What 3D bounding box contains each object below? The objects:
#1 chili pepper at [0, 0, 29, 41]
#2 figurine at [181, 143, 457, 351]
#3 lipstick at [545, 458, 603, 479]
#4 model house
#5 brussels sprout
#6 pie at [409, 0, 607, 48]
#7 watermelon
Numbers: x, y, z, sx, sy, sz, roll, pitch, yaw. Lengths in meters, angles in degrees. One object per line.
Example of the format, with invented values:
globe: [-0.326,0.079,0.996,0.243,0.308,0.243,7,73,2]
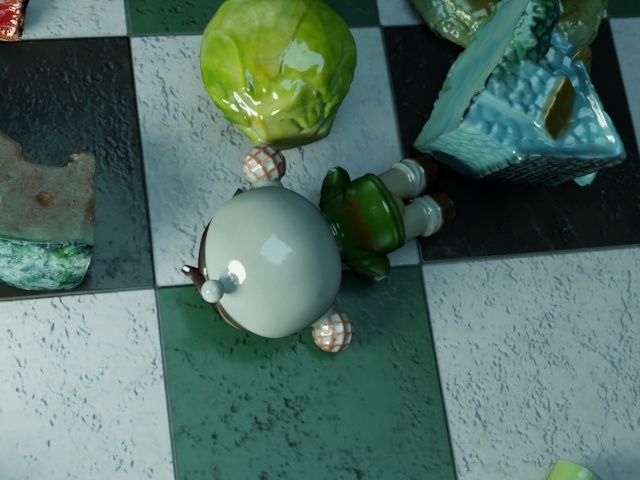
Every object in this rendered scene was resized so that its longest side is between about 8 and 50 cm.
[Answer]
chili pepper: [-0.443,-0.304,1.566,0.123,0.073,0.070,11,41,-10]
figurine: [0.000,0.000,1.515,0.370,0.167,0.281,-23,93,-23]
lipstick: [0.255,0.414,1.478,0.076,0.076,0.304,32,70,0]
model house: [0.292,-0.171,1.556,0.241,0.261,0.226,32,82,-7]
brussels sprout: [-0.058,-0.231,1.574,0.223,0.161,0.223,6,64,-11]
pie: [0.275,-0.379,1.743,0.306,0.071,0.306,4,71,-12]
watermelon: [-0.390,-0.050,1.484,0.318,0.148,0.226,35,50,15]
